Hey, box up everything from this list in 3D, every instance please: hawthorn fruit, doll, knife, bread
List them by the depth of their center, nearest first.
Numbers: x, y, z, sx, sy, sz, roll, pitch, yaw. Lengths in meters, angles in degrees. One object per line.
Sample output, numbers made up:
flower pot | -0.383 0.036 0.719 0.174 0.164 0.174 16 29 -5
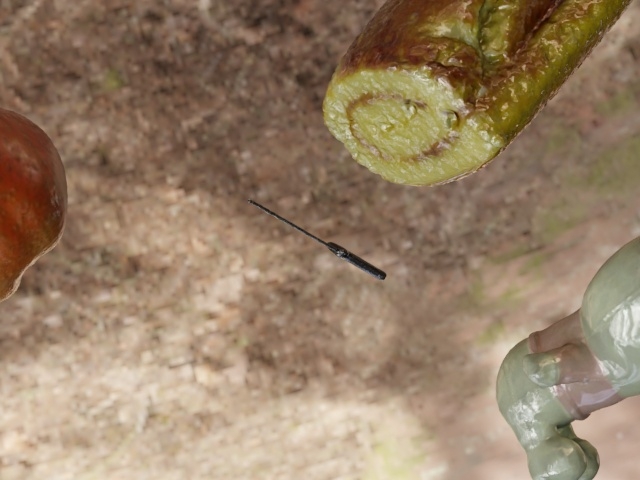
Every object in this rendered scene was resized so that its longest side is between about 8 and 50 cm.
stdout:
bread | 0.091 -0.117 0.846 0.172 0.103 0.132 -49 -167 -24
doll | 0.231 0.071 1.159 0.275 0.113 0.155 -52 155 19
hawthorn fruit | -0.305 -0.036 1.275 0.189 0.189 0.189 -14 157 -6
knife | 0.000 0.000 1.324 0.170 0.023 0.010 29 90 -34
